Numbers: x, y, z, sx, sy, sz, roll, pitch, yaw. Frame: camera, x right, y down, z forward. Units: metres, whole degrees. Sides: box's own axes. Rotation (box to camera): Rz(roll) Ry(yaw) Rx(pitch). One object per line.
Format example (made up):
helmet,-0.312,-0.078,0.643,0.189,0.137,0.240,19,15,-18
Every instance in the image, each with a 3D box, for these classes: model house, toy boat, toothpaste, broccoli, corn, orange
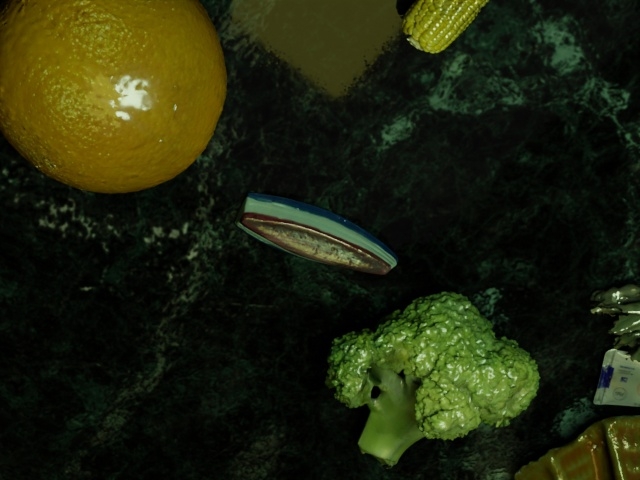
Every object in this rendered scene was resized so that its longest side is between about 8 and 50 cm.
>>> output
model house,0.423,0.357,1.653,0.268,0.173,0.239,-1,121,-5
toy boat,0.000,0.000,1.504,0.229,0.046,0.080,21,114,-12
toothpaste,0.564,0.213,1.643,0.323,0.066,0.100,6,121,-1
broccoli,0.128,0.210,1.548,0.302,0.186,0.254,-41,123,12
corn,0.174,-0.303,1.319,0.072,0.072,0.203,34,112,-20
orange,-0.238,-0.185,1.254,0.274,0.274,0.274,-1,120,-2

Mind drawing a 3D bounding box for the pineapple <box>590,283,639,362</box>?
pineapple,0.537,0.050,1.505,0.361,0.175,0.175,-17,121,26
